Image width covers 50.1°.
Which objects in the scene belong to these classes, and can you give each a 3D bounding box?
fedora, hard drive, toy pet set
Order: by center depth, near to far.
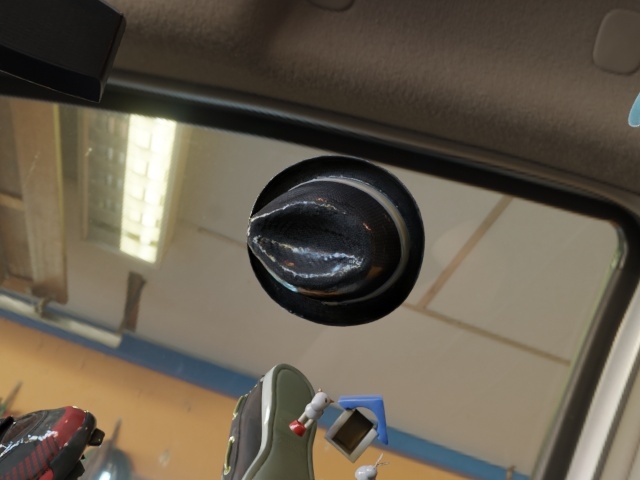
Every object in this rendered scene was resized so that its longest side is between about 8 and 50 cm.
[{"bbox_3d":[0.043,0.180,0.634,0.122,0.065,0.114,40,-2,8],"label":"toy pet set"},{"bbox_3d":[-0.423,-0.322,1.000,0.255,0.171,0.054,20,-25,-22],"label":"hard drive"},{"bbox_3d":[0.000,0.000,1.148,0.334,0.333,0.152,0,0,22],"label":"fedora"}]

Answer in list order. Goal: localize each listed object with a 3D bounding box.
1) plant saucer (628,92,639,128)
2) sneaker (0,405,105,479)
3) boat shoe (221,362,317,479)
[{"bbox_3d":[0.487,-0.252,0.794,0.044,0.317,0.317,36,-39,4],"label":"plant saucer"},{"bbox_3d":[-0.339,0.207,0.630,0.276,0.097,0.135,-25,-73,9],"label":"sneaker"},{"bbox_3d":[-0.051,0.215,0.618,0.081,0.227,0.069,39,-61,-20],"label":"boat shoe"}]
